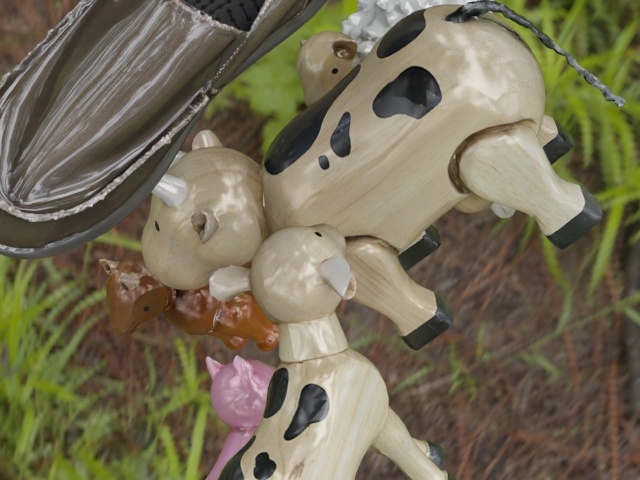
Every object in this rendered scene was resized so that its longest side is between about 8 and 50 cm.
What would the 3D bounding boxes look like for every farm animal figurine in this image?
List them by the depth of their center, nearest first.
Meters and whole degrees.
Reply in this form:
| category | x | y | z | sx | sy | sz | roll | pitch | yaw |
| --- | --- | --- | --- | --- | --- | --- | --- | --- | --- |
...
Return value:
| category | x | y | z | sx | sy | sz | roll | pitch | yaw |
| --- | --- | --- | --- | --- | --- | --- | --- | --- | --- |
| farm animal figurine | 0.000 | 0.000 | 0.968 | 0.327 | 0.330 | 0.172 | -46 | 121 | 6 |

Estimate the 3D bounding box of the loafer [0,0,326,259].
| category | x | y | z | sx | sy | sz | roll | pitch | yaw |
| --- | --- | --- | --- | --- | --- | --- | --- | --- | --- |
| loafer | -0.076 | -0.086 | 0.800 | 0.080 | 0.078 | 0.220 | 38 | 70 | 8 |
